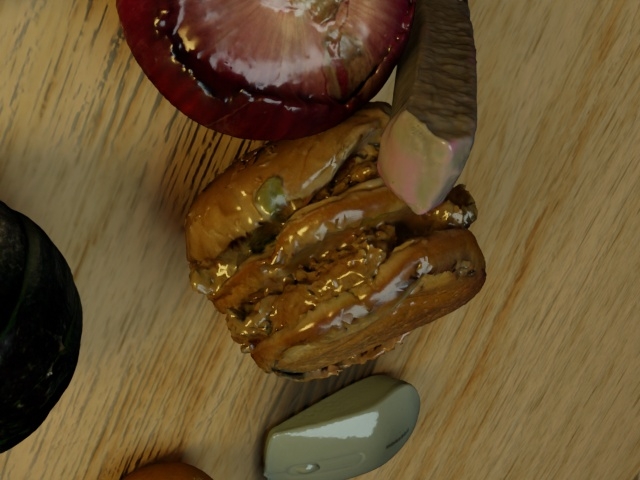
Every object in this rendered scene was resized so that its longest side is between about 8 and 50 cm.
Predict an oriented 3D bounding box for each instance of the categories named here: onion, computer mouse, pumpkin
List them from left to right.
[{"bbox_3d":[-0.300,0.074,0.647,0.250,0.216,0.249,-2,138,-2],"label":"pumpkin"},{"bbox_3d":[-0.044,-0.196,0.697,0.248,0.161,0.248,-8,101,-41],"label":"onion"},{"bbox_3d":[0.033,0.255,1.158,0.231,0.079,0.127,-25,130,-20],"label":"computer mouse"}]

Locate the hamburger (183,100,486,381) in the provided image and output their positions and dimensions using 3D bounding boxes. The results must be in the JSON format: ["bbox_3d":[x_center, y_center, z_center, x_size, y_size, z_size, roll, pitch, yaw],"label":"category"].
[{"bbox_3d":[-0.001,0.009,0.802,0.245,0.211,0.260,-20,168,-38],"label":"hamburger"}]

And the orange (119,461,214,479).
[{"bbox_3d":[-0.173,0.320,0.989,0.156,0.124,0.156,-21,127,-30],"label":"orange"}]

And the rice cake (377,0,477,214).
[{"bbox_3d":[0.092,-0.137,0.758,0.064,0.399,0.070,18,119,-1],"label":"rice cake"}]
